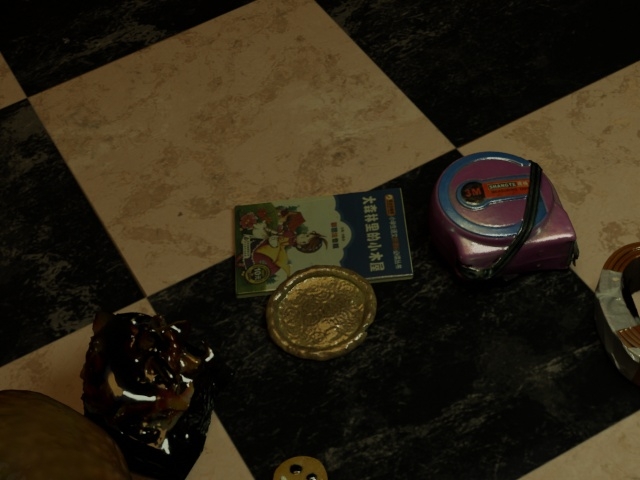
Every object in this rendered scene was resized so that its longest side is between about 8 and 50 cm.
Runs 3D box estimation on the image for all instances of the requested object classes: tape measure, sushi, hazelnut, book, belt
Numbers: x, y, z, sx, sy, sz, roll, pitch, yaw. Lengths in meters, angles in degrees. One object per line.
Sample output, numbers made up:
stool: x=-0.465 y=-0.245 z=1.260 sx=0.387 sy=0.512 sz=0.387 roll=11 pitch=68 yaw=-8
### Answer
tape measure: x=0.309 y=-0.033 z=2.120 sx=0.231 sy=0.149 sz=0.245 roll=-9 pitch=55 yaw=-4
sushi: x=-0.287 y=0.223 z=1.931 sx=0.215 sy=0.212 sz=0.227 roll=13 pitch=53 yaw=18
hazelnut: x=-0.448 y=0.420 z=1.701 sx=0.421 sy=0.353 sz=0.421 roll=-5 pitch=72 yaw=17
book: x=0.000 y=0.000 z=2.217 sx=0.322 sy=0.018 sz=0.228 roll=-7 pitch=48 yaw=3
belt: x=0.542 y=0.122 z=1.965 sx=0.184 sy=0.105 sz=0.261 roll=-4 pitch=49 yaw=7

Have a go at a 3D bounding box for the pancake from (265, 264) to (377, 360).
pancake: x=0.002 y=0.124 z=2.091 sx=0.199 sy=0.021 sz=0.199 roll=-4 pitch=57 yaw=6

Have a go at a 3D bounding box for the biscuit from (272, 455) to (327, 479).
biscuit: x=-0.074 y=0.424 z=1.839 sx=0.158 sy=0.035 sz=0.240 roll=22 pitch=56 yaw=23
